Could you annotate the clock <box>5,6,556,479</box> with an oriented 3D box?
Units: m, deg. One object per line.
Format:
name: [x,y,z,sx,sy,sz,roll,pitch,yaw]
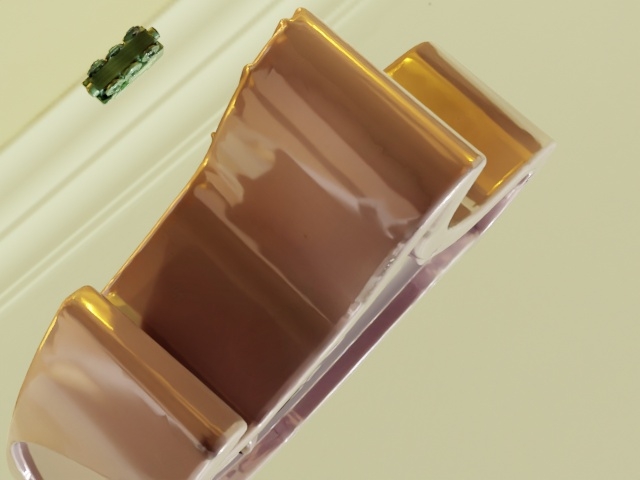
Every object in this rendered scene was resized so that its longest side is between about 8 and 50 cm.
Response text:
clock: [0.000,0.000,0.596,0.080,0.290,0.275,43,-113,7]

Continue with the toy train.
toy train: [-0.174,-0.155,1.338,0.033,0.053,0.083,44,-101,1]
